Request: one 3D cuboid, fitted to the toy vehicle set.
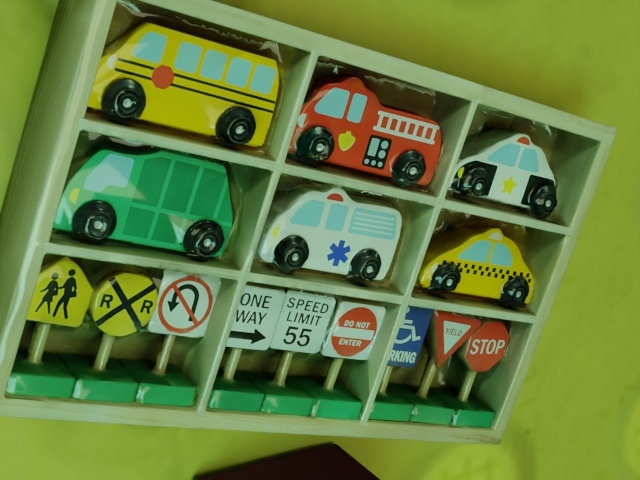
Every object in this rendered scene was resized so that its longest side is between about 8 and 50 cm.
[{"bbox_3d":[0.000,0.000,0.474,0.267,0.035,0.166,10,103,-36],"label":"toy vehicle set"}]

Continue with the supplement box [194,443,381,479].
[{"bbox_3d":[-0.003,0.204,0.509,0.081,0.104,0.188,-9,113,-31],"label":"supplement box"}]
